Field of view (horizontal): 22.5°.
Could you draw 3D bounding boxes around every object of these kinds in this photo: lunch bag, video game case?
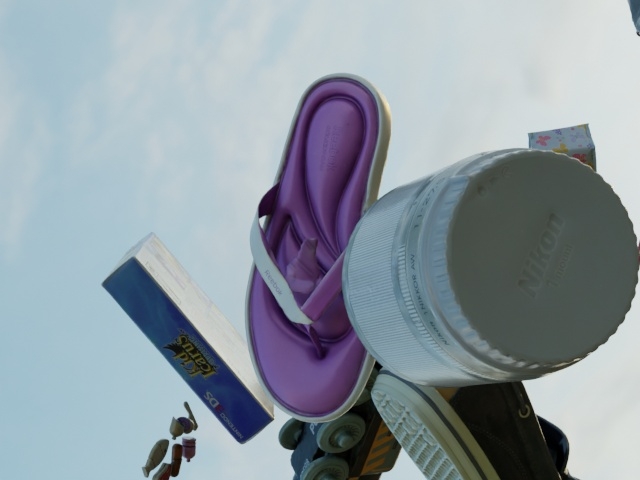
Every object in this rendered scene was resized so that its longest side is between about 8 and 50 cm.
[{"bbox_3d":[0.265,-0.079,1.751,0.071,0.053,0.083,-8,-44,2],"label":"lunch bag"},{"bbox_3d":[-0.164,0.122,2.082,0.061,0.269,0.244,-39,6,5],"label":"video game case"}]

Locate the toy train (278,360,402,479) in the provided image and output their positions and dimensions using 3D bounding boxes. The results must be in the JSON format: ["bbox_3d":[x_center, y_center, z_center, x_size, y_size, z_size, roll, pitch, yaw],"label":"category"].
[{"bbox_3d":[0.062,0.248,2.392,0.190,0.142,0.334,-1,-53,-27],"label":"toy train"}]

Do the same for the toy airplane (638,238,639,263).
[{"bbox_3d":[0.650,-0.102,2.250,0.384,0.272,0.386,-28,-2,-21],"label":"toy airplane"}]

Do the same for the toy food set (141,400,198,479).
[{"bbox_3d":[-0.187,0.273,2.084,0.122,0.019,0.078,-61,-32,-36],"label":"toy food set"}]

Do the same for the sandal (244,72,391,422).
[{"bbox_3d":[-0.015,0.000,1.865,0.102,0.169,0.416,30,-118,-66],"label":"sandal"}]

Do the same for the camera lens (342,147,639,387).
[{"bbox_3d":[0.158,0.031,1.569,0.219,0.219,0.274,-42,7,-19],"label":"camera lens"}]

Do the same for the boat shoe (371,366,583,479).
[{"bbox_3d":[0.229,0.284,1.898,0.156,0.187,0.500,-45,-54,-18],"label":"boat shoe"}]

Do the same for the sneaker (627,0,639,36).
[{"bbox_3d":[0.388,-0.255,1.840,0.061,0.158,0.065,-1,-49,-5],"label":"sneaker"}]
